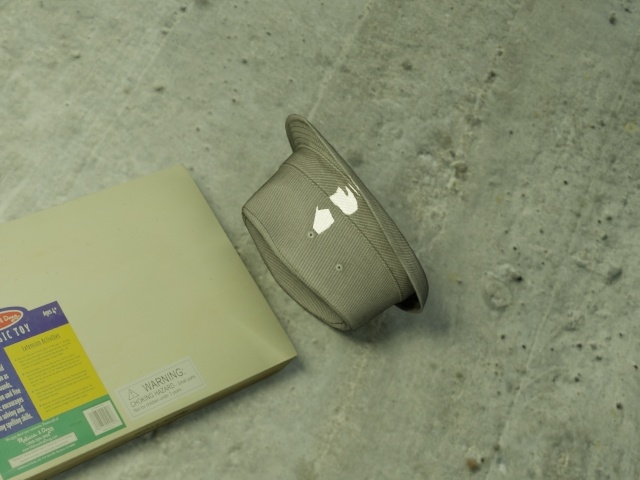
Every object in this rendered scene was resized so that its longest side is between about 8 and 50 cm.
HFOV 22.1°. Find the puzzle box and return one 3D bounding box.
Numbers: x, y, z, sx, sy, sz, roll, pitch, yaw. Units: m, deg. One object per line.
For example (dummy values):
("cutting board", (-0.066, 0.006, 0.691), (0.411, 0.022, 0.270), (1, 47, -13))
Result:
("puzzle box", (-0.251, 0.089, 1.788), (0.409, 0.052, 0.272), (-21, 75, -38))

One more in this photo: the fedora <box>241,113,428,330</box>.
("fedora", (0.000, 0.000, 1.914), (0.124, 0.243, 0.275), (-38, 94, -12))
